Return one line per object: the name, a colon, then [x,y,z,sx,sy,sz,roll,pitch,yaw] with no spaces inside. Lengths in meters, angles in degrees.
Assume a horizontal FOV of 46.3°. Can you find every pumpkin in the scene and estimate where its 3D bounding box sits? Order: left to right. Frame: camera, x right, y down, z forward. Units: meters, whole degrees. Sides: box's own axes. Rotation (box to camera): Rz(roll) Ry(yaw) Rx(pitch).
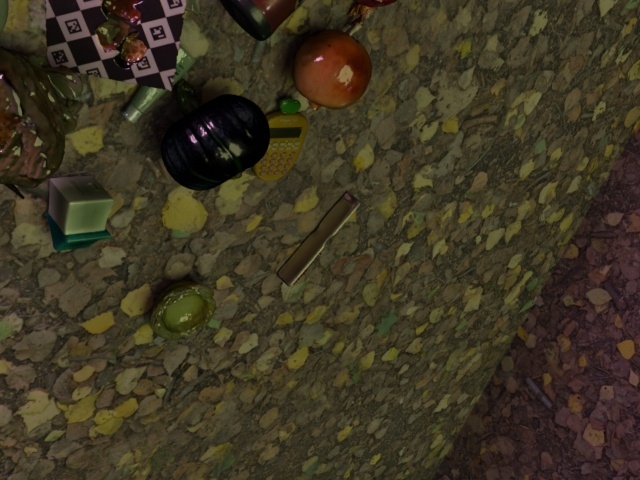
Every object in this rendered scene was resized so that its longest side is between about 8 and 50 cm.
pumpkin: [-0.244,-0.240,1.636,0.248,0.248,0.248,-24,137,-25]

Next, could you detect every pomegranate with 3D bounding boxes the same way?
pomegranate: [0.024,-0.399,1.753,0.191,0.191,0.191,-24,137,-25]

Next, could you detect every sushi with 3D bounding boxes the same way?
sushi: [-0.378,-0.443,1.397,0.263,0.050,0.290,10,124,-7]

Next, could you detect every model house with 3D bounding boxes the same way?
model house: [-0.516,-0.048,1.598,0.100,0.127,0.149,-6,124,-39]

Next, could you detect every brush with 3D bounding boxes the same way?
brush: [0.000,0.000,2.169,0.321,0.060,0.050,-50,154,5]

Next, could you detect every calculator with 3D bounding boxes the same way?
calculator: [-0.103,-0.252,1.875,0.146,0.032,0.235,-8,129,-38]

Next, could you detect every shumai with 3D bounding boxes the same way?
shumai: [-0.550,-0.238,1.359,0.218,0.189,0.256,-66,146,-56]

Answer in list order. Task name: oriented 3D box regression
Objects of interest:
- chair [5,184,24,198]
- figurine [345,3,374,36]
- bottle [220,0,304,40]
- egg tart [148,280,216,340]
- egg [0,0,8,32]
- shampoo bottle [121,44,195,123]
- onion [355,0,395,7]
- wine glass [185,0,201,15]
chair: [-0.676,-0.119,1.427,0.101,0.084,0.212,-44,142,-9]
figurine: [0.088,-0.529,1.791,0.047,0.064,0.109,34,88,-30]
bottle: [-0.049,-0.577,1.558,0.336,0.144,0.144,-44,142,-5]
egg tart: [-0.370,0.179,1.969,0.197,0.078,0.197,-23,137,-23]
egg: [-0.594,-0.415,1.164,0.183,0.183,0.264,-40,148,-8]
shampoo bottle: [-0.346,-0.329,1.578,0.191,0.041,0.069,-48,147,3]
onion: [0.109,-0.606,1.687,0.183,0.147,0.184,2,83,-21]
wine glass: [-0.249,-0.539,1.432,0.122,0.122,0.183,7,115,-45]
